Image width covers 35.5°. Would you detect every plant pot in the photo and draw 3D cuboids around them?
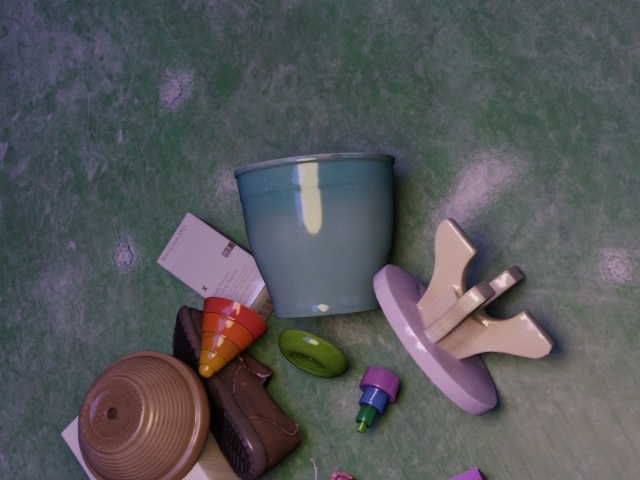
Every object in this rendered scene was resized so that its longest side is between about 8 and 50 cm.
[{"bbox_3d":[0.000,0.000,1.676,0.271,0.271,0.255,-6,87,24],"label":"plant pot"},{"bbox_3d":[-0.306,0.286,1.613,0.237,0.110,0.237,-8,69,20],"label":"plant pot"}]

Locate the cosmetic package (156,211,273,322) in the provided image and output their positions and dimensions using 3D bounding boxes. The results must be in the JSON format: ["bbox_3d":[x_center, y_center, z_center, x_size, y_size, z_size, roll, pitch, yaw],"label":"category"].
[{"bbox_3d":[-0.179,0.056,1.833,0.231,0.085,0.117,31,90,28],"label":"cosmetic package"}]

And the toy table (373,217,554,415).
[{"bbox_3d":[0.225,0.114,1.550,0.161,0.252,0.274,-42,89,23],"label":"toy table"}]

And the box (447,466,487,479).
[{"bbox_3d":[0.153,0.499,1.520,0.293,0.057,0.201,-27,53,9],"label":"box"}]

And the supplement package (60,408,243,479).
[{"bbox_3d":[-0.272,0.388,1.727,0.177,0.175,0.293,-46,61,6],"label":"supplement package"}]

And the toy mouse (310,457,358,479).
[{"bbox_3d":[0.018,0.426,1.660,0.161,0.031,0.143,-35,64,12],"label":"toy mouse"}]

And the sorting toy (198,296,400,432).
[{"bbox_3d":[-0.056,0.220,1.662,0.365,0.127,0.126,22,64,11],"label":"sorting toy"}]

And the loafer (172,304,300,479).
[{"bbox_3d":[-0.152,0.258,1.757,0.366,0.130,0.134,56,144,34],"label":"loafer"}]
